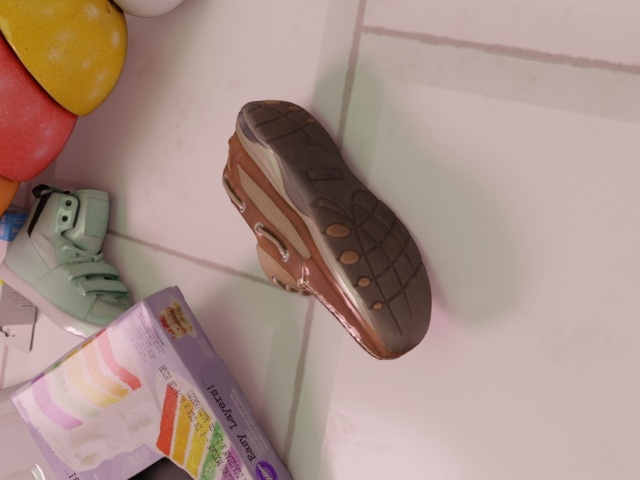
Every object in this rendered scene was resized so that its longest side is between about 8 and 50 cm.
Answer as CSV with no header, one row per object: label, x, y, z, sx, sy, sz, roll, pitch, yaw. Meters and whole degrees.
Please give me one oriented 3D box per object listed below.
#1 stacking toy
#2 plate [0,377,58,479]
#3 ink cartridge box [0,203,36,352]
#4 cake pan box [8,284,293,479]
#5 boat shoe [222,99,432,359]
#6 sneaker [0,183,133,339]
stacking toy,-0.339,-0.214,1.637,0.480,0.350,0.350,-30,68,10
plate,-0.343,0.308,1.758,0.277,0.045,0.278,-20,87,39
ink cartridge box,-0.411,0.046,1.839,0.104,0.061,0.181,14,99,41
cake pan box,-0.187,0.221,1.589,0.246,0.070,0.267,-33,86,33
boat shoe,0.000,0.000,1.456,0.116,0.123,0.324,-56,50,34
sneaker,-0.269,0.023,1.698,0.256,0.094,0.151,29,100,33
